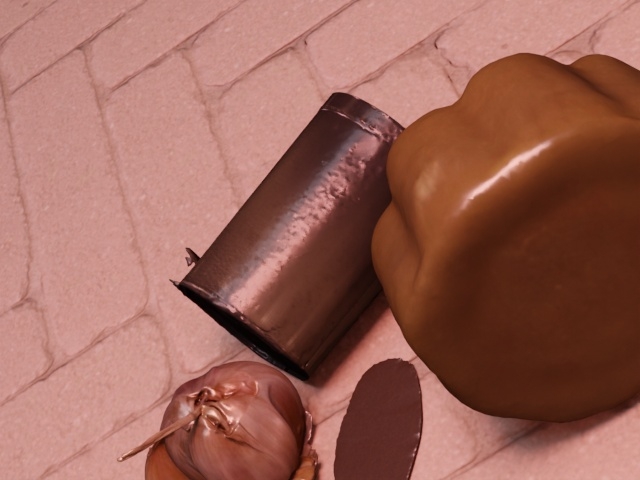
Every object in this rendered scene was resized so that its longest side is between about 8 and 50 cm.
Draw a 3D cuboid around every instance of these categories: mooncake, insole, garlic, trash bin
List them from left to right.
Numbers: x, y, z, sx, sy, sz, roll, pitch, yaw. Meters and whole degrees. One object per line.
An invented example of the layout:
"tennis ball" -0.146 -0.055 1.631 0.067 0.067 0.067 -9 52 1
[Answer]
"garlic" -0.106 0.252 1.678 0.207 0.256 0.207 2 97 19
"trash bin" 0.000 0.000 1.802 0.252 0.203 0.301 34 79 29
"insole" 0.061 0.270 1.675 0.111 0.007 0.328 -17 47 27
"mooncake" 0.233 -0.006 1.524 0.378 0.378 0.201 -35 37 6
